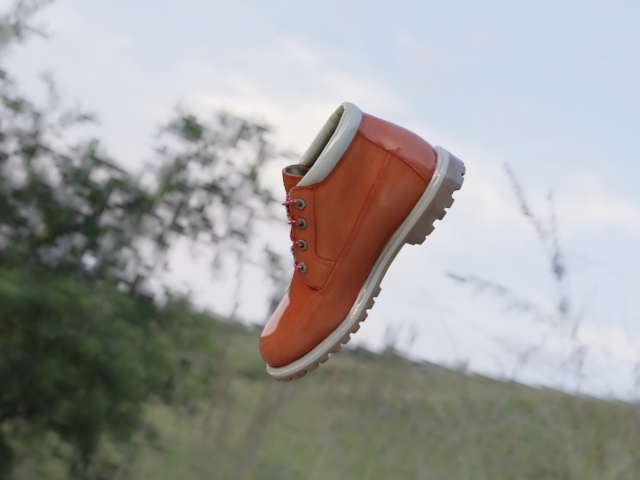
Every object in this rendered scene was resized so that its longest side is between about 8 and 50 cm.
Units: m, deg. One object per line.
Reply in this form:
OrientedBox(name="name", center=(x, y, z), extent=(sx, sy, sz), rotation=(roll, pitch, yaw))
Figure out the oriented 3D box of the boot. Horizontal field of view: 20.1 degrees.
OrientedBox(name="boot", center=(0.000, 0.000, 0.984), extent=(0.084, 0.158, 0.059), rotation=(31, 8, -21))
